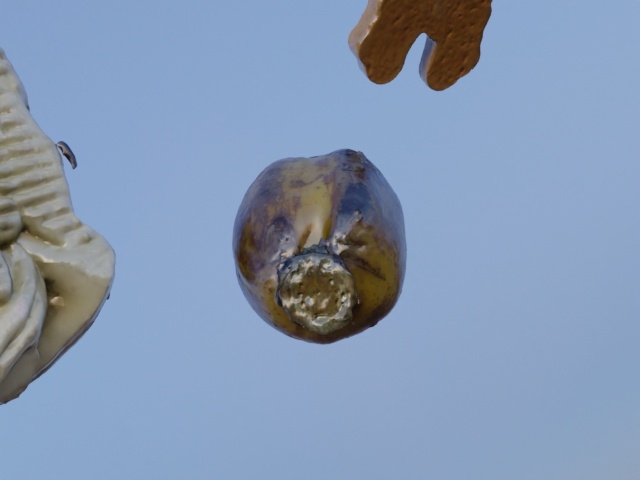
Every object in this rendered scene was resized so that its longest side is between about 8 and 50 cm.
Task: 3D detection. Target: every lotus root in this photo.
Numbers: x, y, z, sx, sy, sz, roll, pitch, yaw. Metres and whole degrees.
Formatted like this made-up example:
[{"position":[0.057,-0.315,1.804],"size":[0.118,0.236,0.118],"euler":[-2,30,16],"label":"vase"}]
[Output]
[{"position":[0.000,0.000,0.739],"size":[0.120,0.120,0.209],"euler":[-33,22,16],"label":"lotus root"}]

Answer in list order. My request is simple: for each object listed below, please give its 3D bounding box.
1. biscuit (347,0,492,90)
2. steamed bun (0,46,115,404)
[{"position":[0.112,-0.241,0.954],"size":[0.144,0.040,0.236],"euler":[-4,-52,-35],"label":"biscuit"},{"position":[-0.361,0.000,0.894],"size":[0.237,0.394,0.346],"euler":[-31,-49,27],"label":"steamed bun"}]
